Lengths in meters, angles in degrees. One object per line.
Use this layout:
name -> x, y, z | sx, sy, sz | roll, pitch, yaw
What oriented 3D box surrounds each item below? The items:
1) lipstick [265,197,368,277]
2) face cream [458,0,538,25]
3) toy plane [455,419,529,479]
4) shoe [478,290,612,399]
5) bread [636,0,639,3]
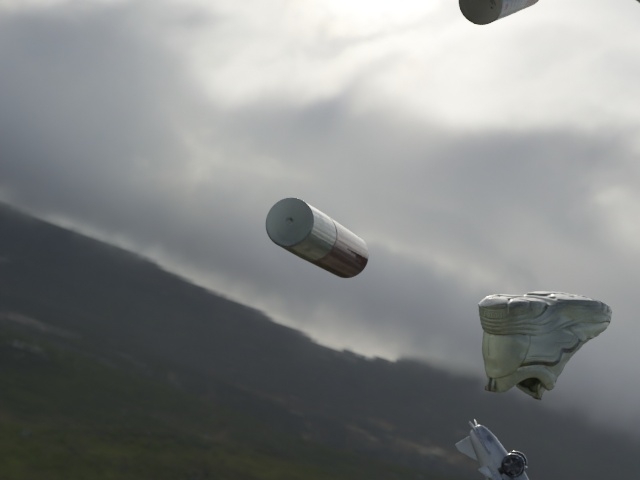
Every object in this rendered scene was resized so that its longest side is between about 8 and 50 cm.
lipstick -> 0.000, 0.000, 1.532 | 0.070, 0.070, 0.254 | 15, -5, 21
face cream -> 0.367, -0.497, 2.178 | 0.095, 0.096, 0.214 | 14, 26, 31
toy plane -> 0.216, 0.280, 1.227 | 0.171, 0.065, 0.162 | 53, 6, 14
shoe -> 0.446, 0.213, 2.177 | 0.342, 0.211, 0.132 | 0, 7, -37
bread -> 0.463, -0.479, 1.288 | 0.328, 0.424, 0.245 | -2, 23, 31
